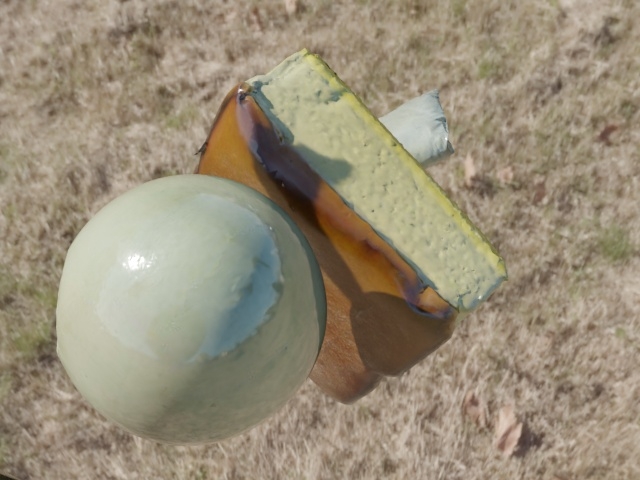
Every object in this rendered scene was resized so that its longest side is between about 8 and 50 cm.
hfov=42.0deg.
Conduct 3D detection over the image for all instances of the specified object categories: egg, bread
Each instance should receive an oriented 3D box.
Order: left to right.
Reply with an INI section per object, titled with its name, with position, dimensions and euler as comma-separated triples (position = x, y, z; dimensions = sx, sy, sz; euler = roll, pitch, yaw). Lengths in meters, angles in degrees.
[egg]
position = -0.105, 0.057, 0.684
dimensions = 0.219, 0.269, 0.219
euler = 9, 66, -21
[bread]
position = 0.000, 0.000, 0.931
dimensions = 0.143, 0.323, 0.333
euler = -39, 83, -30

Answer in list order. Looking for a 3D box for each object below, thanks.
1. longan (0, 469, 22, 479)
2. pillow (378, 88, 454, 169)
[longan]
position = -0.170, 0.221, 0.271
dimensions = 0.319, 0.319, 0.319
euler = 0, 54, 0
[pillow]
position = 0.120, -0.145, 1.282
dimensions = 0.181, 0.078, 0.134
euler = -27, 37, 17
